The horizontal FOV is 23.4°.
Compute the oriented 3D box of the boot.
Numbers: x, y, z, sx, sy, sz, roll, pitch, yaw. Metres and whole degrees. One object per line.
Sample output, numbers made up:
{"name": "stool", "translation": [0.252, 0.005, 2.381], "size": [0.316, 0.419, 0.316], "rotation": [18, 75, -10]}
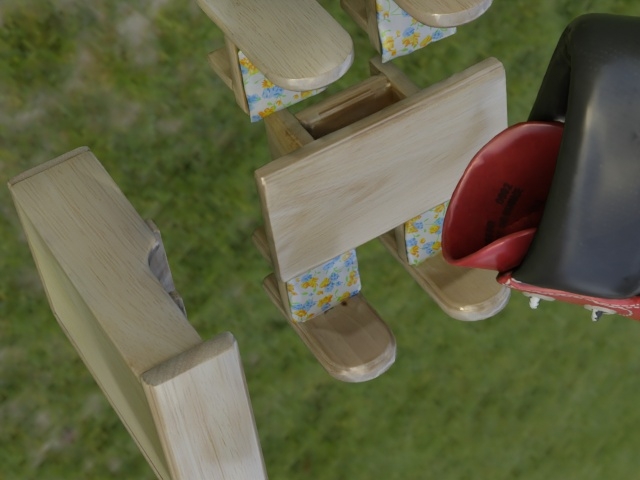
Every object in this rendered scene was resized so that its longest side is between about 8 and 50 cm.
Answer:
{"name": "boot", "translation": [0.125, 0.026, 0.465], "size": [0.244, 0.176, 0.088], "rotation": [83, 6, -48]}

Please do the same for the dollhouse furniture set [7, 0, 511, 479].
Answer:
{"name": "dollhouse furniture set", "translation": [0.000, 0.000, 0.746], "size": [0.242, 0.161, 0.212], "rotation": [-27, 138, -16]}
